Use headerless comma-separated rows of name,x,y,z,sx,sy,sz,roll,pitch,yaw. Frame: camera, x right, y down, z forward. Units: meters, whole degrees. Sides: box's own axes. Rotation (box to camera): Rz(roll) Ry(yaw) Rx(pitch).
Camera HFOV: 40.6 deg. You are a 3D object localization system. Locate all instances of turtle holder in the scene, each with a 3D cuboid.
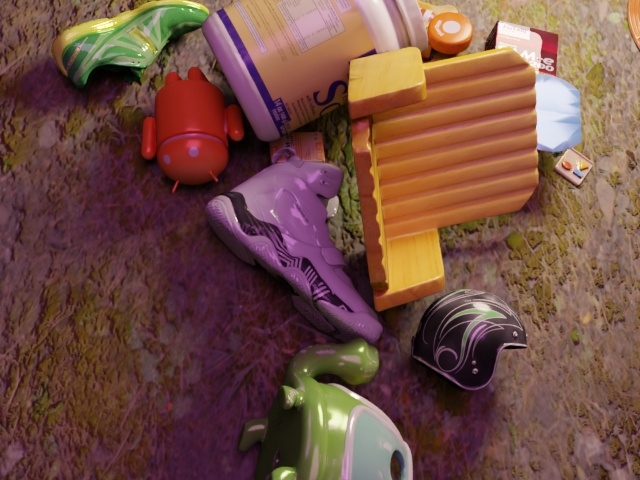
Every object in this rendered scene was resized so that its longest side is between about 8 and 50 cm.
turtle holder,0.008,0.322,1.303,0.227,0.243,0.320,16,32,-16

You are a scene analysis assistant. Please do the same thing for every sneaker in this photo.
sneaker,-0.338,-0.357,1.587,0.295,0.109,0.123,-25,97,-18
sneaker,0.000,0.000,1.457,0.366,0.137,0.210,40,71,12

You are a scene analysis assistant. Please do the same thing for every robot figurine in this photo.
robot figurine,-0.223,-0.192,1.508,0.158,0.128,0.219,4,67,-25

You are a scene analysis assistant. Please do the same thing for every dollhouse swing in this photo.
dollhouse swing,0.215,-0.115,1.376,0.305,0.347,0.315,-5,26,5

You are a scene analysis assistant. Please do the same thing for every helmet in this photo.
helmet,0.246,0.159,1.418,0.169,0.169,0.161,33,84,5

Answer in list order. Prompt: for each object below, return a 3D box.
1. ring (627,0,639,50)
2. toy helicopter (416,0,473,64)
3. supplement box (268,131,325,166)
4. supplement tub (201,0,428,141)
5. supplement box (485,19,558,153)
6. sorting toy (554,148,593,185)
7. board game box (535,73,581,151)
ring,0.808,-0.455,1.813,0.337,0.032,0.336,3,67,-7
toy helicopter,0.146,-0.438,1.681,0.235,0.140,0.355,-9,59,-2
supplement box,-0.044,-0.162,1.571,0.098,0.036,0.062,-2,68,-9
supplement tub,-0.009,-0.342,1.486,0.331,0.241,0.241,-28,74,0
supplement box,0.380,-0.295,1.665,0.130,0.073,0.239,12,67,-5
sorting toy,0.474,-0.150,1.653,0.083,0.012,0.062,37,69,7
board game box,0.406,-0.227,1.588,0.133,0.033,0.168,7,64,-2
